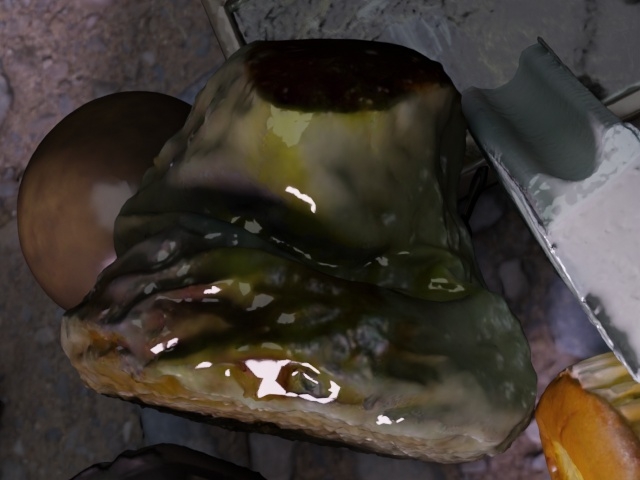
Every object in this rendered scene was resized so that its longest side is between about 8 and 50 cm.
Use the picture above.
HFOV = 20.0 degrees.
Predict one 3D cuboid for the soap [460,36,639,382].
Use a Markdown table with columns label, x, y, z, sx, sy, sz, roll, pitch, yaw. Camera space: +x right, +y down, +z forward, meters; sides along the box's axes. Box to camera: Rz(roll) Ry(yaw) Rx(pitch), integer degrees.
| label | x | y | z | sx | sy | sz | roll | pitch | yaw |
| --- | --- | --- | --- | --- | --- | --- | --- | --- | --- |
| soap | 0.170 | -0.023 | 1.149 | 0.094 | 0.261 | 0.150 | -37 | 107 | 7 |

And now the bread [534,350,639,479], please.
| label | x | y | z | sx | sy | sz | roll | pitch | yaw |
| --- | --- | --- | --- | --- | --- | --- | --- | --- | --- |
| bread | 0.234 | 0.201 | 1.120 | 0.119 | 0.152 | 0.288 | -19 | 67 | -5 |

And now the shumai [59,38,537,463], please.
| label | x | y | z | sx | sy | sz | roll | pitch | yaw |
| --- | --- | --- | --- | --- | --- | --- | --- | --- | --- |
| shumai | 0.000 | 0.000 | 1.194 | 0.309 | 0.304 | 0.263 | 12 | 82 | -8 |

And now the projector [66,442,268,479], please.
| label | x | y | z | sx | sy | sz | roll | pitch | yaw |
| --- | --- | --- | --- | --- | --- | --- | --- | --- | --- |
| projector | -0.165 | 0.385 | 1.178 | 0.395 | 0.242 | 0.405 | -26 | 65 | 15 |

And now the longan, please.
| label | x | y | z | sx | sy | sz | roll | pitch | yaw |
| --- | --- | --- | --- | --- | --- | --- | --- | --- | --- |
| longan | -0.122 | -0.028 | 1.332 | 0.204 | 0.159 | 0.185 | -20 | 62 | 1 |

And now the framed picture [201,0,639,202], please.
| label | x | y | z | sx | sy | sz | roll | pitch | yaw |
| --- | --- | --- | --- | --- | --- | --- | --- | --- | --- |
| framed picture | 0.091 | -0.150 | 1.331 | 0.324 | 0.020 | 0.240 | -24 | 78 | 14 |

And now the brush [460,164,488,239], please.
| label | x | y | z | sx | sy | sz | roll | pitch | yaw |
| --- | --- | --- | --- | --- | --- | --- | --- | --- | --- |
| brush | 0.104 | -0.016 | 1.303 | 0.024 | 0.008 | 0.083 | 25 | 102 | 19 |
